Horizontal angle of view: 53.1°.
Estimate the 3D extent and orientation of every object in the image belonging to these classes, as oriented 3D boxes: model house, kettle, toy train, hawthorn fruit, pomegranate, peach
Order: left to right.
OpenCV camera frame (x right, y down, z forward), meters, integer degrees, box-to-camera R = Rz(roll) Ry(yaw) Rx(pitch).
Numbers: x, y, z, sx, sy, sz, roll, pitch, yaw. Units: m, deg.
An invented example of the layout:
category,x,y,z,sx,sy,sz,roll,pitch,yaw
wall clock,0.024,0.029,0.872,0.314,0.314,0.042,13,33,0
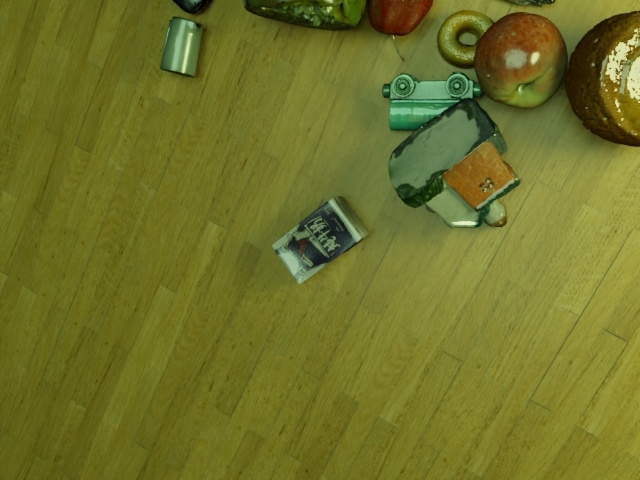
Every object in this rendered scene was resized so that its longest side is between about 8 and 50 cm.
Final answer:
category,x,y,z,sx,sy,sz,roll,pitch,yaw
kettle,-0.386,-0.538,1.784,0.098,0.127,0.147,10,97,-16
pomegranate,-0.053,-0.642,1.566,0.359,0.310,0.216,29,116,49
hawthorn fruit,0.184,-0.562,1.580,0.163,0.162,0.203,25,120,13
toy train,0.277,-0.339,1.593,0.248,0.101,0.159,2,106,16
model house,0.354,-0.143,1.558,0.271,0.190,0.301,-38,124,17
peach,0.457,-0.425,1.477,0.233,0.232,0.232,2,96,17

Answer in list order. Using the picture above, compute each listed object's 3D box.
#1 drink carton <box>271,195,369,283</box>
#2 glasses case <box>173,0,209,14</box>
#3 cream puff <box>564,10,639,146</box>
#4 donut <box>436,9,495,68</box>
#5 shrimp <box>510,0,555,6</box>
category,x,y,z,sx,sy,sz,roll,pitch,yaw
drink carton,-0.001,0.000,1.710,0.222,0.102,0.134,-37,87,19
glasses case,-0.411,-0.739,1.773,0.266,0.067,0.103,46,108,7
cream puff,0.683,-0.353,1.393,0.303,0.212,0.302,0,106,-1
donut,0.359,-0.495,1.568,0.152,0.058,0.151,2,97,15
shrimp,0.475,-0.641,1.523,0.219,0.046,0.152,28,106,13
